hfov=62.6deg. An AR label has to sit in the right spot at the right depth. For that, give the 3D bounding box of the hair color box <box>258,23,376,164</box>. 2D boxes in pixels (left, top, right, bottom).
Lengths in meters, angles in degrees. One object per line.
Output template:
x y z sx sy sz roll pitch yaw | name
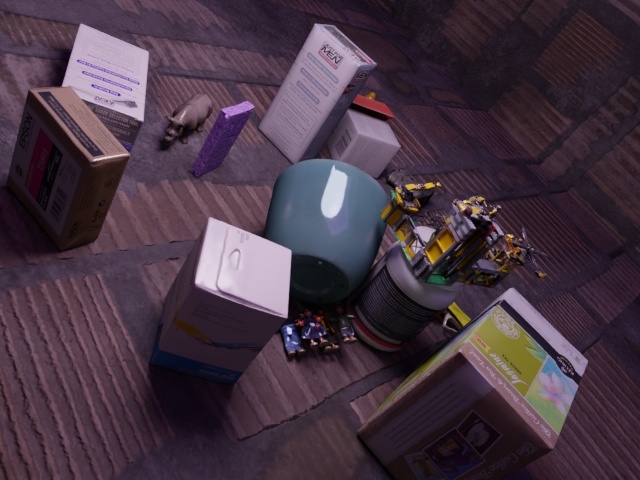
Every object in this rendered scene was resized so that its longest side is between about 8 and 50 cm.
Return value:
-0.019 -0.428 1.580 0.185 0.374 0.113 46 36 12 | hair color box

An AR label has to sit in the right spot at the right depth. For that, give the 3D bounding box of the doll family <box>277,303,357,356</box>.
-0.015 0.188 1.154 0.192 0.076 0.112 3 52 -34 | doll family

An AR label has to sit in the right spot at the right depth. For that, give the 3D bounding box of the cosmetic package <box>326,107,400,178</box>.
0.142 -0.332 1.802 0.183 0.151 0.152 12 42 -33 | cosmetic package

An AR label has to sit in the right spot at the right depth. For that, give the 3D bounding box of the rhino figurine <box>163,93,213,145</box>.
-0.359 -0.319 1.400 0.073 0.106 0.243 33 35 -5 | rhino figurine

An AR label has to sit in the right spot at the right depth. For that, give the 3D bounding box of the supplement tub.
0.201 0.118 1.243 0.191 0.272 0.191 23 38 -19 | supplement tub

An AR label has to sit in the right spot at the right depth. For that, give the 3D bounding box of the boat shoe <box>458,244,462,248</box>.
0.418 0.022 1.698 0.226 0.083 0.076 13 43 -29 | boat shoe

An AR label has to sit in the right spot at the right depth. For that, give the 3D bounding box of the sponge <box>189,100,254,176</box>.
-0.250 -0.257 1.334 0.031 0.210 0.117 41 36 3 | sponge

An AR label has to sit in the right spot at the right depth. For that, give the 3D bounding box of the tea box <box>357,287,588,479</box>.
0.307 0.317 1.061 0.220 0.329 0.323 47 36 13 | tea box

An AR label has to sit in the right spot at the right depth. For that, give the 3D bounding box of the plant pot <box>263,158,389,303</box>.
0.000 0.000 1.212 0.292 0.293 0.235 27 50 -13 | plant pot

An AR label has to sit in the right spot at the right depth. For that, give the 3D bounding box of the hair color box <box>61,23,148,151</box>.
-0.542 -0.389 1.324 0.185 0.110 0.339 16 39 -29 | hair color box

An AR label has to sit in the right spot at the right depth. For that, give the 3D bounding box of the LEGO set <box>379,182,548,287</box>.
0.310 -0.037 1.105 0.331 0.192 0.255 16 41 -27 | LEGO set

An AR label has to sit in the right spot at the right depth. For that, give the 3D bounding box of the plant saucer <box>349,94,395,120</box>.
0.090 -0.468 1.854 0.258 0.258 0.048 11 87 -32 | plant saucer

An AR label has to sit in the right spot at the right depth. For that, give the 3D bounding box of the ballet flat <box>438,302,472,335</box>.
0.345 0.201 1.451 0.231 0.077 0.077 46 53 9 | ballet flat

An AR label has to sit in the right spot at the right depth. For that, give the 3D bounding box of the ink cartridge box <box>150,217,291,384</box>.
-0.178 0.115 0.956 0.168 0.233 0.171 22 38 -20 | ink cartridge box

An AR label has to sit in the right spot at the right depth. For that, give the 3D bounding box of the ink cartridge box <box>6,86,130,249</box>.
-0.475 -0.131 0.979 0.193 0.235 0.088 45 35 12 | ink cartridge box

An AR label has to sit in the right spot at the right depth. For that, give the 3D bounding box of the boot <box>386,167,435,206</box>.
0.287 -0.174 1.828 0.161 0.084 0.246 39 29 14 | boot

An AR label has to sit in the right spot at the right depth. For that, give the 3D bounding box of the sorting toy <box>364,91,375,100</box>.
0.075 -0.555 2.020 0.365 0.126 0.127 12 42 -32 | sorting toy
